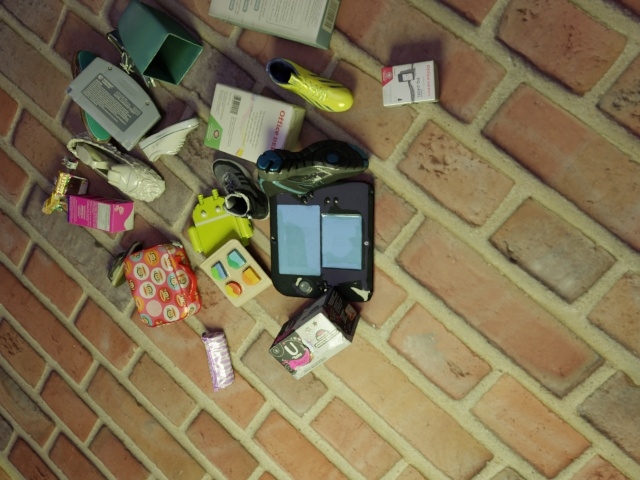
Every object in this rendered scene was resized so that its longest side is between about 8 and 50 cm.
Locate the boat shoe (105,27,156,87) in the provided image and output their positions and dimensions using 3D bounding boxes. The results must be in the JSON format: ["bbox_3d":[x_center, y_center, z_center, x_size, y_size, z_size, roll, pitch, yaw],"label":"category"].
[{"bbox_3d":[-0.652,-0.625,1.716,0.079,0.095,0.254,-30,85,-17],"label":"boat shoe"}]

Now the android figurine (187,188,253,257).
[{"bbox_3d":[-0.350,-0.042,1.733,0.248,0.056,0.273,-14,96,23],"label":"android figurine"}]

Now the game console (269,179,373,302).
[{"bbox_3d":[0.000,0.000,1.598,0.342,0.060,0.386,3,101,21],"label":"game console"}]

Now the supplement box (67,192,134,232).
[{"bbox_3d":[-0.826,-0.106,1.878,0.220,0.111,0.114,13,103,19],"label":"supplement box"}]

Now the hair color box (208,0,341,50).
[{"bbox_3d":[-0.136,-0.718,1.499,0.374,0.113,0.185,22,106,16],"label":"hair color box"}]

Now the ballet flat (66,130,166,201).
[{"bbox_3d":[-0.758,-0.262,1.814,0.409,0.147,0.147,32,109,13],"label":"ballet flat"}]

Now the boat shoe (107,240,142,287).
[{"bbox_3d":[-0.755,0.083,1.900,0.073,0.080,0.223,38,115,6],"label":"boat shoe"}]

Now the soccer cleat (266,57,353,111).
[{"bbox_3d":[-0.039,-0.464,1.498,0.289,0.121,0.093,30,108,14],"label":"soccer cleat"}]

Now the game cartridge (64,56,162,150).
[{"bbox_3d":[-0.712,-0.484,1.743,0.297,0.062,0.198,44,82,-3],"label":"game cartridge"}]

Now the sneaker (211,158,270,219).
[{"bbox_3d":[-0.280,-0.169,1.628,0.268,0.153,0.101,46,111,9],"label":"sneaker"}]

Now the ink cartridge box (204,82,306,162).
[{"bbox_3d":[-0.208,-0.362,1.585,0.278,0.117,0.201,21,107,17],"label":"ink cartridge box"}]

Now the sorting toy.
[{"bbox_3d":[-0.291,0.117,1.707,0.193,0.038,0.208,-36,101,28],"label":"sorting toy"}]

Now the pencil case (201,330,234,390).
[{"bbox_3d":[-0.371,0.429,1.803,0.086,0.088,0.206,-12,95,25],"label":"pencil case"}]

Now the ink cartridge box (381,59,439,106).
[{"bbox_3d":[0.256,-0.443,1.417,0.150,0.063,0.109,-2,98,22],"label":"ink cartridge box"}]

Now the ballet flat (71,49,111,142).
[{"bbox_3d":[-0.847,-0.515,1.827,0.124,0.116,0.342,-10,95,43],"label":"ballet flat"}]

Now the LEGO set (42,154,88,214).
[{"bbox_3d":[-0.998,-0.184,1.960,0.287,0.107,0.132,-54,44,25],"label":"LEGO set"}]

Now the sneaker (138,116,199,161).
[{"bbox_3d":[-0.511,-0.351,1.734,0.258,0.094,0.091,-18,110,28],"label":"sneaker"}]

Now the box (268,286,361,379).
[{"bbox_3d":[-0.019,0.292,1.573,0.142,0.163,0.247,45,118,-7],"label":"box"}]

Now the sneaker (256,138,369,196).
[{"bbox_3d":[-0.024,-0.214,1.508,0.341,0.139,0.125,-6,55,-9],"label":"sneaker"}]

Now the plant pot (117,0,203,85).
[{"bbox_3d":[-0.548,-0.670,1.651,0.165,0.166,0.234,-45,74,22],"label":"plant pot"}]

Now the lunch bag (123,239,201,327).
[{"bbox_3d":[-0.560,0.155,1.813,0.258,0.120,0.293,-16,92,23],"label":"lunch bag"}]
